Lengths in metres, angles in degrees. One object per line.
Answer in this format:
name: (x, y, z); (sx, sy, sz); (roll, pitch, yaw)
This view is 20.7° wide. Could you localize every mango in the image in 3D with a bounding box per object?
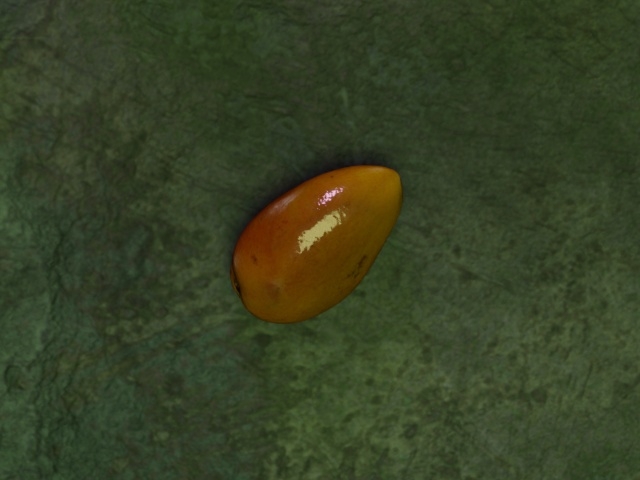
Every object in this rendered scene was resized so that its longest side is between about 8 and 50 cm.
mango: (0.001, 0.003, 1.821); (0.217, 0.102, 0.141); (-41, 118, 12)
